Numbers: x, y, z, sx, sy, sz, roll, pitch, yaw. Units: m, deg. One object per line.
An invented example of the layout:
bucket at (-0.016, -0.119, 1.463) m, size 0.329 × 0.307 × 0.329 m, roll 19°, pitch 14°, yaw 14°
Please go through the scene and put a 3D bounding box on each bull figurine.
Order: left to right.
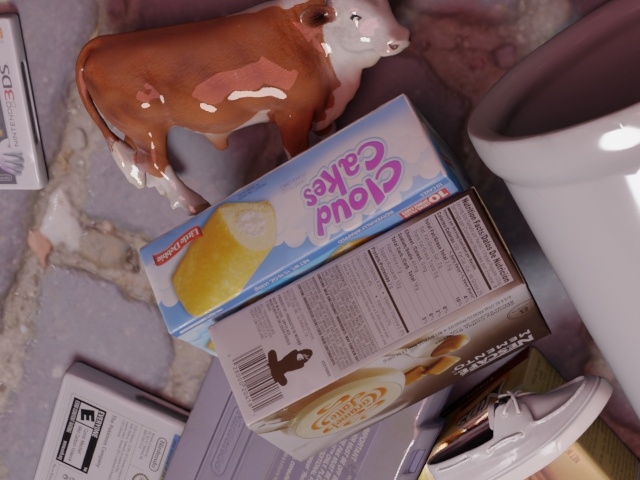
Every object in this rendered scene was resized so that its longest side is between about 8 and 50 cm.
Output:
bull figurine at (-0.060, -0.129, 1.185) m, size 0.310 × 0.101 × 0.188 m, roll -5°, pitch 113°, yaw 19°

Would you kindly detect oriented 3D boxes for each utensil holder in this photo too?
utensil holder at (0.343, 0.001, 1.001) m, size 0.327 × 0.327 × 0.385 m, roll -25°, pitch 107°, yaw 25°

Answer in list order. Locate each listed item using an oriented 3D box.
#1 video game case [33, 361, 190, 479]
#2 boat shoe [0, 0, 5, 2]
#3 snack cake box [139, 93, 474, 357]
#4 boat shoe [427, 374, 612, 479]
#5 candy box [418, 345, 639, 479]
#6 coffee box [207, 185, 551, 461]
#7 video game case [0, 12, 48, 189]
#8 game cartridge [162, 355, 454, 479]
video game case at (-0.174, 0.323, 1.455) m, size 0.300 × 0.036 × 0.329 m, roll 24°, pitch 117°, yaw 6°
boat shoe at (-0.356, -0.254, 1.245) m, size 0.233 × 0.079 × 0.084 m, roll -7°, pitch 151°, yaw 24°
snack cake box at (0.000, 0.000, 1.153) m, size 0.264 × 0.152 × 0.089 m, roll -30°, pitch 63°, yaw 12°
boat shoe at (0.169, 0.164, 1.175) m, size 0.063 × 0.066 × 0.184 m, roll 46°, pitch 123°, yaw -6°
candy box at (0.232, 0.277, 1.280) m, size 0.183 × 0.087 × 0.316 m, roll -40°, pitch 97°, yaw 27°
coffee box at (0.052, 0.075, 1.122) m, size 0.246 × 0.141 × 0.098 m, roll -28°, pitch 64°, yaw 6°
video game case at (-0.368, -0.132, 1.322) m, size 0.190 × 0.022 × 0.173 m, roll 1°, pitch 113°, yaw 17°
game cartridge at (-0.028, 0.217, 1.284) m, size 0.230 × 0.068 × 0.355 m, roll 30°, pitch 108°, yaw 21°
